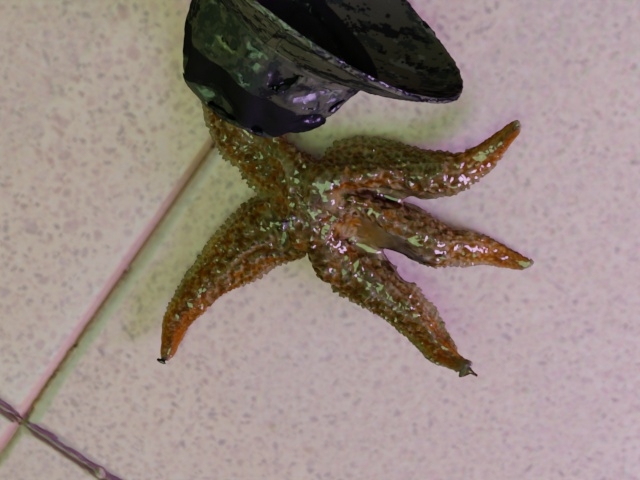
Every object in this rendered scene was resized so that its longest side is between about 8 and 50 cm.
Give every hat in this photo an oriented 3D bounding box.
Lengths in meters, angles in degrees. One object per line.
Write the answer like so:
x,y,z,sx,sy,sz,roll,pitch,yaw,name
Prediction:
-0.031,-0.148,1.393,0.265,0.265,0.128,35,116,-5,hat

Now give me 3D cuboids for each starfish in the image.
0.025,0.001,1.521,0.294,0.084,0.301,14,106,5,starfish
